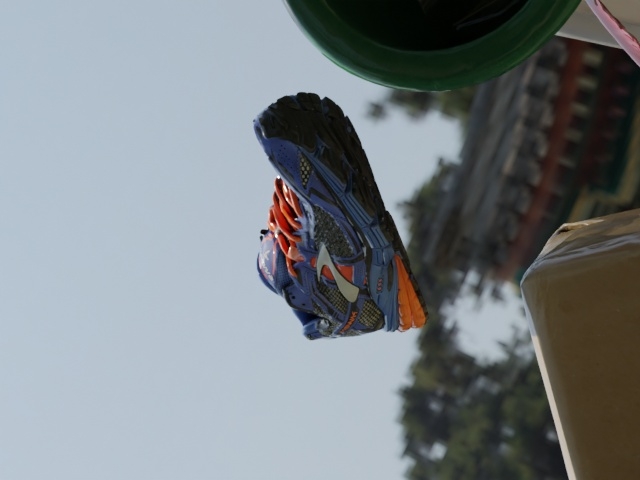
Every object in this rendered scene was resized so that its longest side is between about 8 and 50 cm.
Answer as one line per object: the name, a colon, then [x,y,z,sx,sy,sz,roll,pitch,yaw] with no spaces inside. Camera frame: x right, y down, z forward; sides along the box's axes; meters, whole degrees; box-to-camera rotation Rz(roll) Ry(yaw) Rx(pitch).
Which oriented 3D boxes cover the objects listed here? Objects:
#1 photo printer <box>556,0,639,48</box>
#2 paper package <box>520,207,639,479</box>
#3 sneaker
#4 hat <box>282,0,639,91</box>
photo printer: [0.200,-0.247,1.070,0.307,0.107,0.256,5,-83,-43]
paper package: [0.300,0.118,0.984,0.168,0.309,0.325,-29,-77,-68]
sneaker: [0.000,0.000,1.006,0.087,0.083,0.221,-22,-39,3]
hat: [0.085,-0.150,0.904,0.183,0.173,0.209,-2,-104,-69]
